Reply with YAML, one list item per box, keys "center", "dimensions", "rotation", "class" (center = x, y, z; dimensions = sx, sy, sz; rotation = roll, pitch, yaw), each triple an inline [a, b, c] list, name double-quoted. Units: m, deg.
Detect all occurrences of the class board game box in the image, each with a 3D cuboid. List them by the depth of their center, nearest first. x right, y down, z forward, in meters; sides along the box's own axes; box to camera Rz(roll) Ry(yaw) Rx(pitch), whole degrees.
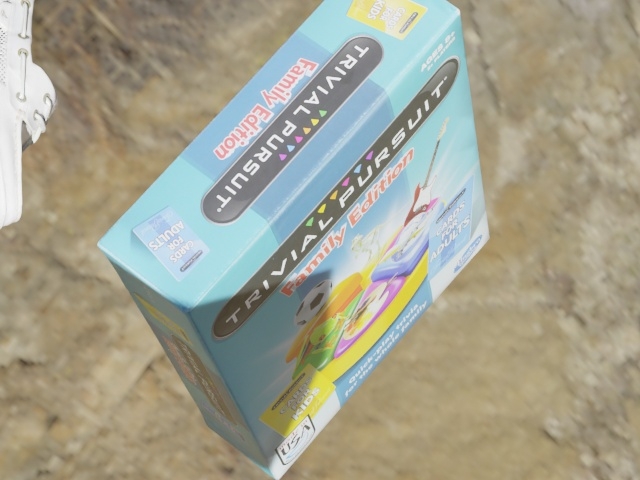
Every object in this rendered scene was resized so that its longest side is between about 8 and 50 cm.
- center: [0.000, 0.000, 1.223]
  dimensions: [0.079, 0.336, 0.254]
  rotation: [36, 76, 21]
  class: "board game box"

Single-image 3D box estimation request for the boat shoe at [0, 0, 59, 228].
- center: [-0.301, -0.139, 1.765]
  dimensions: [0.098, 0.096, 0.277]
  rotation: [136, 132, -56]
  class: "boat shoe"
